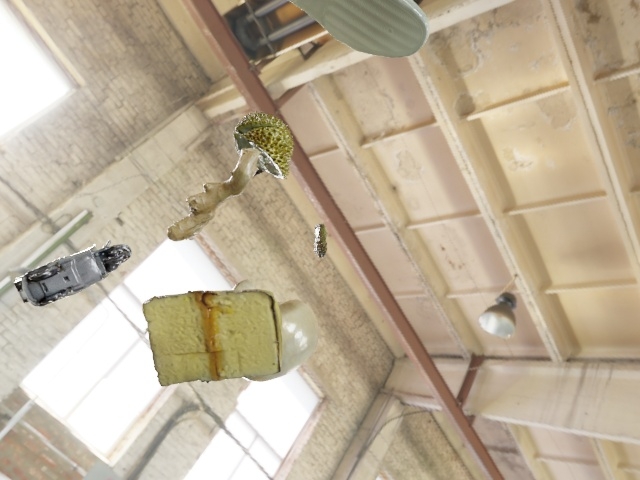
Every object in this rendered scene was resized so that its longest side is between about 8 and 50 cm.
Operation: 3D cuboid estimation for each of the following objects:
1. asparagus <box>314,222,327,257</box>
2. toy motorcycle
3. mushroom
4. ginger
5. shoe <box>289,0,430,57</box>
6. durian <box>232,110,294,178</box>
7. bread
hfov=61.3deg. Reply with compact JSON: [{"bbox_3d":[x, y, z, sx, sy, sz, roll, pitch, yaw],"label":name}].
[{"bbox_3d":[0.000,0.001,1.382,0.036,0.165,0.030,-9,-62,6],"label":"asparagus"},{"bbox_3d":[-0.582,0.071,1.282,0.157,0.263,0.090,10,-58,62],"label":"toy motorcycle"},{"bbox_3d":[-0.128,0.199,1.245,0.260,0.254,0.234,-31,-99,31],"label":"mushroom"},{"bbox_3d":[-0.243,-0.102,1.227,0.089,0.288,0.075,37,13,-32],"label":"ginger"},{"bbox_3d":[0.055,-0.480,1.025,0.363,0.160,0.131,31,-44,3],"label":"shoe"},{"bbox_3d":[-0.148,-0.270,1.532,0.194,0.137,0.237,32,-18,0],"label":"durian"},{"bbox_3d":[-0.192,0.165,0.943,0.240,0.135,0.178,-5,-25,0],"label":"bread"}]
